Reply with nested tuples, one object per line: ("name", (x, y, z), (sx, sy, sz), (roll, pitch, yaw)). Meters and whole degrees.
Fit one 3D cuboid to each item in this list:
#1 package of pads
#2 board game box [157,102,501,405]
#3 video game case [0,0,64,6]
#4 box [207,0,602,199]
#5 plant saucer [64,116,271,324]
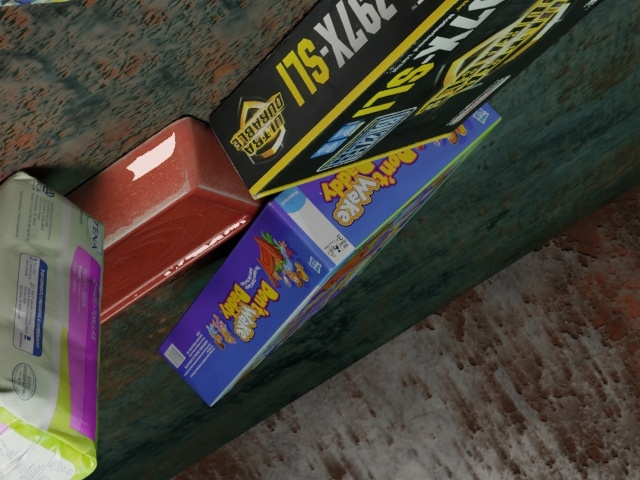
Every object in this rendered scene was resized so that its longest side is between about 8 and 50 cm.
("package of pads", (-0.269, 0.126, 1.213), (0.101, 0.229, 0.296), (34, 122, -31))
("board game box", (0.000, 0.000, 1.642), (0.233, 0.078, 0.347), (-41, 175, -31))
("video game case", (-0.056, -0.192, 0.872), (0.210, 0.042, 0.232), (-40, 166, 34))
("box", (0.100, -0.167, 1.326), (0.257, 0.079, 0.322), (-17, 162, -47))
("plant saucer", (-0.162, 0.006, 1.443), (0.259, 0.047, 0.258), (-33, 169, 9))
